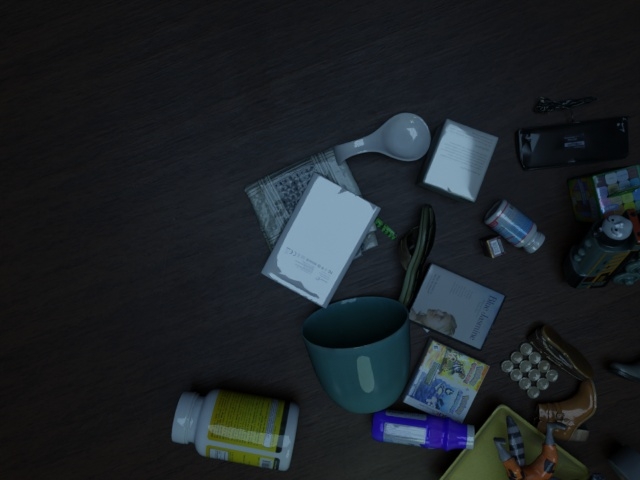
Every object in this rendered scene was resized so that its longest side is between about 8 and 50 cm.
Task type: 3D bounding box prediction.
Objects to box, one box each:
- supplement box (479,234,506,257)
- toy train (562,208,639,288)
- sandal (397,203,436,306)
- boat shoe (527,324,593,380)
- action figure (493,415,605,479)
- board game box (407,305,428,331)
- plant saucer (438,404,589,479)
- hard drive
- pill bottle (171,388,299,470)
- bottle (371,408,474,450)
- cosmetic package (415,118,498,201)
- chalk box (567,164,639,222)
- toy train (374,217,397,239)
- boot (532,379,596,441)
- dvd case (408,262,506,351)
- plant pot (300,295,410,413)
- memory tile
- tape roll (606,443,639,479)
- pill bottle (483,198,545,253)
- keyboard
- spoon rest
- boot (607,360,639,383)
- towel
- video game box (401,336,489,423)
[{"bbox_3d":[0.487,0.016,1.644,0.043,0.083,0.055,-20,94,1],"label":"supplement box"},{"bbox_3d":[0.775,0.029,1.535,0.190,0.334,0.142,-5,64,3],"label":"toy train"},{"bbox_3d":[0.254,0.041,1.638,0.086,0.120,0.303,19,97,21],"label":"sandal"},{"bbox_3d":[0.692,0.330,1.677,0.207,0.073,0.073,44,131,1],"label":"boat shoe"},{"bbox_3d":[0.613,0.656,1.602,0.341,0.178,0.331,-12,101,-26],"label":"action figure"},{"bbox_3d":[0.312,0.204,1.691,0.090,0.020,0.090,-43,93,3],"label":"board game box"},{"bbox_3d":[0.543,0.686,1.693,0.332,0.081,0.333,38,93,-2],"label":"plant saucer"},{"bbox_3d":[0.000,0.000,1.623,0.210,0.040,0.319,29,95,1],"label":"hard drive"},{"bbox_3d":[-0.236,0.523,1.636,0.333,0.188,0.188,11,94,0],"label":"pill bottle"},{"bbox_3d":[0.289,0.539,1.645,0.282,0.118,0.092,5,78,11],"label":"bottle"},{"bbox_3d":[0.370,-0.214,1.596,0.151,0.151,0.184,21,93,0],"label":"cosmetic package"},{"bbox_3d":[0.784,-0.124,1.567,0.132,0.213,0.132,-14,94,2],"label":"chalk box"},{"bbox_3d":[0.188,-0.034,1.678,0.083,0.017,0.024,41,83,-2],"label":"toy train"},{"bbox_3d":[0.706,0.484,1.683,0.152,0.073,0.197,9,91,4],"label":"boot"},{"bbox_3d":[0.388,0.193,1.671,0.252,0.022,0.181,23,92,-9],"label":"dvd case"},{"bbox_3d":[0.113,0.320,1.581,0.292,0.293,0.235,-11,109,1],"label":"plant pot"},{"bbox_3d":[0.614,0.381,1.704,0.113,0.012,0.148,-45,92,3],"label":"memory tile"},{"bbox_3d":[0.907,0.684,1.618,0.072,0.219,0.219,-38,93,2],"label":"tape roll"},{"bbox_3d":[0.549,-0.037,1.639,0.160,0.087,0.087,38,93,-1],"label":"pill bottle"},{"bbox_3d":[0.713,-0.314,1.647,0.316,0.033,0.202,-7,100,0],"label":"keyboard"},{"bbox_3d":[0.178,-0.271,1.610,0.276,0.084,0.137,-16,90,-9],"label":"spoon rest"},{"bbox_3d":[0.954,0.335,1.674,0.246,0.083,0.161,13,87,-6],"label":"boot"},{"bbox_3d":[-0.023,-0.068,1.659,0.312,0.056,0.324,-23,94,2],"label":"towel"},{"bbox_3d":[0.363,0.414,1.693,0.187,0.048,0.205,24,94,-4],"label":"video game box"}]
